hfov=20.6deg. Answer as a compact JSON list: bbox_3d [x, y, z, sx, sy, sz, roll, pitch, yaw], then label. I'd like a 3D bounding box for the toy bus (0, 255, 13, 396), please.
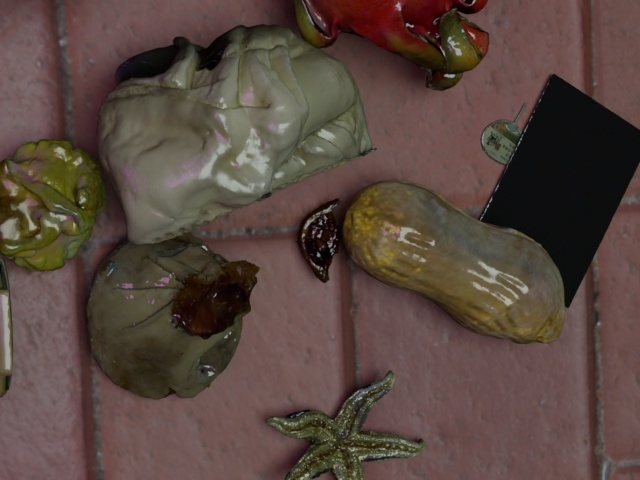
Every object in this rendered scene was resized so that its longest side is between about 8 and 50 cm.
[{"bbox_3d":[-0.489,0.099,1.786,0.365,0.202,0.177,-4,93,-21],"label":"toy bus"}]

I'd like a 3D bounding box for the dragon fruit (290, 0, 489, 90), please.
[{"bbox_3d":[0.080,-0.317,1.972,0.307,0.227,0.243,15,89,-28],"label":"dragon fruit"}]

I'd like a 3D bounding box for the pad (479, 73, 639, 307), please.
[{"bbox_3d":[0.300,-0.060,2.185,0.170,0.006,0.245,29,82,-21],"label":"pad"}]

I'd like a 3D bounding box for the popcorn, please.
[{"bbox_3d":[-0.299,-0.040,1.901,0.145,0.126,0.126,-40,80,1],"label":"popcorn"}]

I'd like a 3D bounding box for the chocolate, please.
[{"bbox_3d":[0.163,0.025,2.073,0.309,0.134,0.134,30,82,-18],"label":"chocolate"}]

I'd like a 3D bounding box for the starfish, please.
[{"bbox_3d":[0.034,0.257,2.072,0.208,0.053,0.176,-15,93,-23],"label":"starfish"}]

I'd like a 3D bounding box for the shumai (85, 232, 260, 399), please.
[{"bbox_3d":[-0.157,0.085,1.958,0.201,0.120,0.201,-1,93,-24],"label":"shumai"}]

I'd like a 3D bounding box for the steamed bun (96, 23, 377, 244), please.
[{"bbox_3d":[-0.108,-0.130,1.902,0.320,0.275,0.206,-21,88,-55],"label":"steamed bun"}]

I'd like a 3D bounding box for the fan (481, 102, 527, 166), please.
[{"bbox_3d":[0.225,-0.131,2.155,0.060,0.003,0.080,3,92,-22],"label":"fan"}]

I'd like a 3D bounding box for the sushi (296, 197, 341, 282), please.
[{"bbox_3d":[0.000,0.000,2.052,0.050,0.047,0.099,0,90,-18],"label":"sushi"}]
